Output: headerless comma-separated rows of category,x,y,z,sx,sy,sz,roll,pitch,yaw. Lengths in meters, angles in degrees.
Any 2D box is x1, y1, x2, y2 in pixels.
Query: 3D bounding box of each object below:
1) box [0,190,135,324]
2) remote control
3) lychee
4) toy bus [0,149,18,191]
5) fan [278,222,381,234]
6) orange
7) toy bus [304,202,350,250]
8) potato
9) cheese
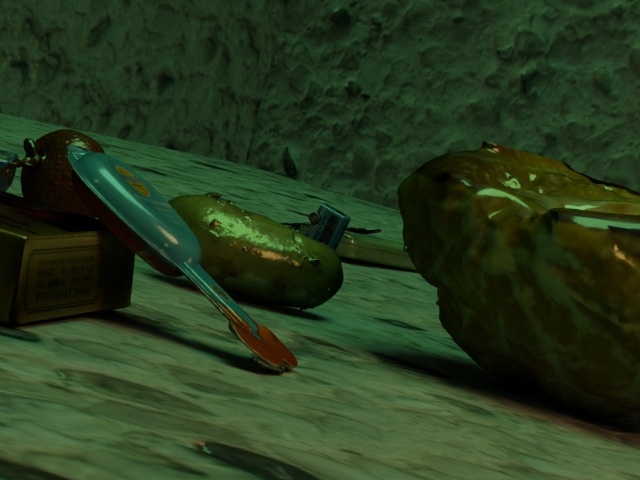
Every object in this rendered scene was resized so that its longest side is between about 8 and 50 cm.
box,-0.244,0.006,1.423,0.159,0.071,0.240,14,4,13
remote control,0.061,0.010,2.685,0.098,0.038,0.233,18,4,30
lychee,-0.276,-0.068,2.066,0.101,0.114,0.140,-2,-26,16
toy bus,-0.433,-0.095,2.271,0.153,0.051,0.061,15,16,-8
fan,-0.002,-0.019,2.804,0.132,0.009,0.220,7,-2,-22
orange,0.226,0.038,1.669,0.368,0.210,0.271,21,9,40
toy bus,0.000,0.000,2.289,0.046,0.083,0.038,27,6,11
potato,-0.067,0.015,1.833,0.188,0.085,0.105,18,25,-10
cheese,-0.109,0.011,1.458,0.256,0.037,0.106,46,11,19
